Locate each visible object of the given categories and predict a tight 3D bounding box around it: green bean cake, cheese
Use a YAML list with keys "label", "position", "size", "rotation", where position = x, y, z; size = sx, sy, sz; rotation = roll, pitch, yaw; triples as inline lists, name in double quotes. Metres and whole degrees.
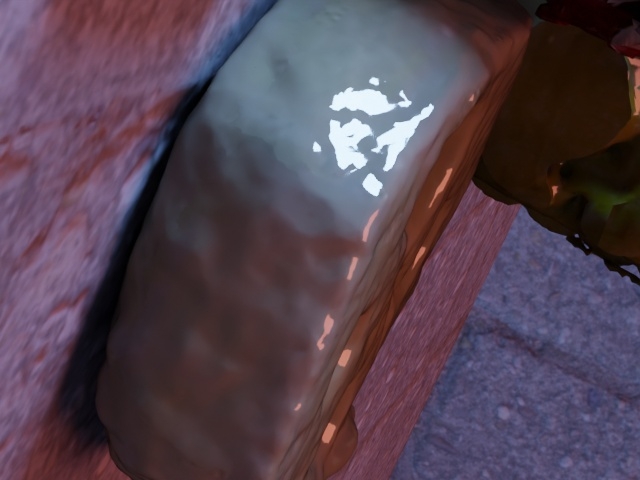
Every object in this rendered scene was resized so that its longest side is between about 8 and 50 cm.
- label: "green bean cake"
  position: [0.221, -0.122, 1.196]
  size: [0.202, 0.285, 0.310]
  rotation: [-46, 160, -43]
- label: "cheese"
  position: [0.000, 0.000, 0.871]
  size: [0.326, 0.115, 0.318]
  rotation: [-58, 168, -25]

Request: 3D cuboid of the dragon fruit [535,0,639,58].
- label: "dragon fruit"
  position: [0.200, -0.237, 0.821]
  size: [0.301, 0.295, 0.295]
  rotation: [-47, 167, -11]
